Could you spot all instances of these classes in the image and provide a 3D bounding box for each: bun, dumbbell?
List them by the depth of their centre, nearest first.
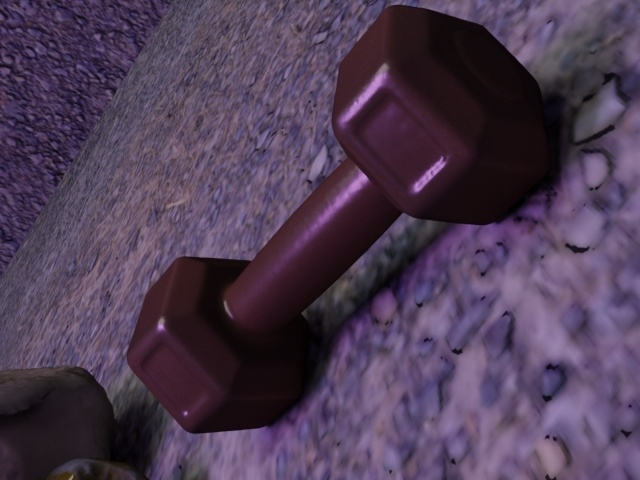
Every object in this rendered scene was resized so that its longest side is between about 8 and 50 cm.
[{"bbox_3d":[0.000,0.000,0.448,0.231,0.092,0.082,-45,-4,35],"label":"dumbbell"},{"bbox_3d":[-0.251,0.165,0.679,0.239,0.239,0.141,169,93,-66],"label":"bun"}]

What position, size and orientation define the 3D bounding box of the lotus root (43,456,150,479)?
[{"bbox_3d":[-0.153,0.195,0.544,0.192,0.088,0.113,-51,4,26],"label":"lotus root"}]
